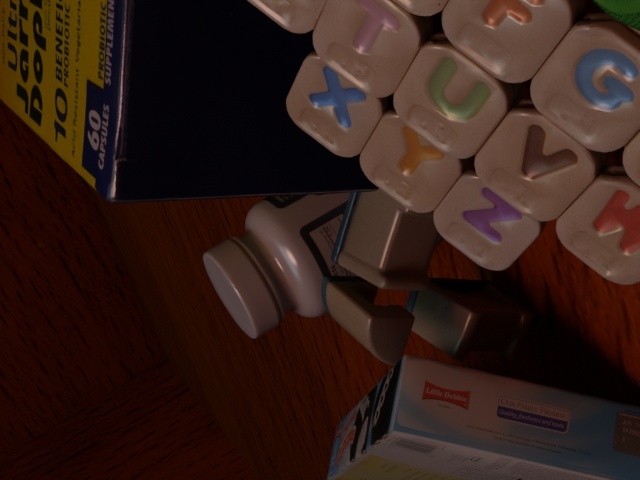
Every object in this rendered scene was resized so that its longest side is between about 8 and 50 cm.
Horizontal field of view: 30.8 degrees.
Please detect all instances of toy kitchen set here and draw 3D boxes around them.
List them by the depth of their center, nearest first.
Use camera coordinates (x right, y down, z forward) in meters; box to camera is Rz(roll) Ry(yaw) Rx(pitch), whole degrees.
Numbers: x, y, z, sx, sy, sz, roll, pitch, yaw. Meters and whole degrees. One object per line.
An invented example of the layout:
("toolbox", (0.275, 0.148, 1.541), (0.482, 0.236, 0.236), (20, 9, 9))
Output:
("toy kitchen set", (0.089, -0.027, 0.858), (0.122, 0.166, 0.207), (40, 119, 49))

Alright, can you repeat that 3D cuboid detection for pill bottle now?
("pill bottle", (0.000, 0.000, 0.953), (0.108, 0.180, 0.108), (53, 163, 23))

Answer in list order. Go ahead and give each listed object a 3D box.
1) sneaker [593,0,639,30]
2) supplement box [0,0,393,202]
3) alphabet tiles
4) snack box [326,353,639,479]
("sneaker", (0.137, -0.176, 0.270), (0.134, 0.146, 0.343), (49, 161, 33))
("supplement box", (-0.114, -0.173, 0.840), (0.356, 0.195, 0.194), (35, 123, 56))
("alphabet tiles", (0.082, -0.094, 0.595), (0.284, 0.021, 0.278), (38, 145, 4))
("snack box", (0.120, 0.167, 0.918), (0.187, 0.060, 0.322), (13, 161, -4))
